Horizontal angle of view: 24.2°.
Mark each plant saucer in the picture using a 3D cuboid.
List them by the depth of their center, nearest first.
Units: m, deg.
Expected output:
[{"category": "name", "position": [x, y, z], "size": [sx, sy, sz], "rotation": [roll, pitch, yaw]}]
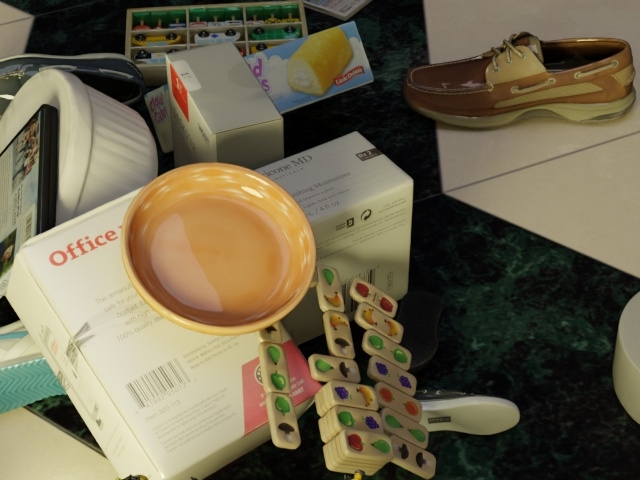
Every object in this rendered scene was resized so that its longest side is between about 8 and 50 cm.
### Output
[{"category": "plant saucer", "position": [-0.104, 0.012, 1.517], "size": [0.200, 0.037, 0.200], "rotation": [6, 58, -10]}]

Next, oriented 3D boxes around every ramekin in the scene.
[{"category": "ramekin", "position": [-0.295, -0.055, 1.733], "size": [0.127, 0.273, 0.273], "rotation": [17, 29, -32]}]

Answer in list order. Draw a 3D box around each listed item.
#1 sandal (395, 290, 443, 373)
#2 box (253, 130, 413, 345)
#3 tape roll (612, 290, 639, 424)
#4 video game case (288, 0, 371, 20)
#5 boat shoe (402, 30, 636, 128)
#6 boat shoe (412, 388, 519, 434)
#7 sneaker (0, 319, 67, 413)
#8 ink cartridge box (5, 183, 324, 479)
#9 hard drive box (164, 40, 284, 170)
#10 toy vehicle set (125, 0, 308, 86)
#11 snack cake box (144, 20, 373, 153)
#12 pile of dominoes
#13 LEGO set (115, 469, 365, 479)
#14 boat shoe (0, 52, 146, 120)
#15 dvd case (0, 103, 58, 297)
[{"category": "sandal", "position": [0.104, 0.114, 1.695], "size": [0.067, 0.040, 0.179], "rotation": [15, 27, 10]}, {"category": "box", "position": [0.000, 0.000, 1.714], "size": [0.181, 0.181, 0.119], "rotation": [-23, 45, -25]}, {"category": "tape roll", "position": [0.433, 0.133, 1.636], "size": [0.219, 0.072, 0.219], "rotation": [1, 39, 0]}, {"category": "video game case", "position": [0.012, -0.380, 2.317], "size": [0.122, 0.011, 0.087], "rotation": [24, 45, 26]}, {"category": "boat shoe", "position": [0.274, -0.233, 2.050], "size": [0.325, 0.116, 0.123], "rotation": [-4, 39, -4]}, {"category": "boat shoe", "position": [0.142, 0.179, 1.600], "size": [0.142, 0.049, 0.040], "rotation": [-1, 39, 3]}, {"category": "sneaker", "position": [-0.287, 0.122, 1.643], "size": [0.229, 0.087, 0.092], "rotation": [-8, 38, -13]}, {"category": "ink cartridge box", "position": [-0.164, 0.102, 1.549], "size": [0.207, 0.117, 0.283], "rotation": [-27, 75, -29]}, {"category": "hard drive box", "position": [-0.112, -0.092, 1.788], "size": [0.089, 0.232, 0.181], "rotation": [-14, 40, -17]}, {"category": "toy vehicle set", "position": [-0.151, -0.290, 2.187], "size": [0.267, 0.035, 0.166], "rotation": [-4, 39, -4]}, {"category": "snack cake box", "position": [-0.083, -0.203, 1.984], "size": [0.264, 0.089, 0.152], "rotation": [-22, 8, -25]}, {"category": "pile of dominoes", "position": [0.028, 0.120, 1.533], "size": [0.196, 0.040, 0.251], "rotation": [13, 50, -31]}, {"category": "LEGO set", "position": [-0.037, 0.269, 1.324], "size": [0.331, 0.255, 0.192], "rotation": [8, 66, 27]}, {"category": "boat shoe", "position": [-0.365, -0.200, 2.038], "size": [0.255, 0.095, 0.079], "rotation": [-4, 27, -19]}, {"category": "dvd case", "position": [-0.361, -0.016, 1.673], "size": [0.022, 0.253, 0.180], "rotation": [18, 51, -31]}]
